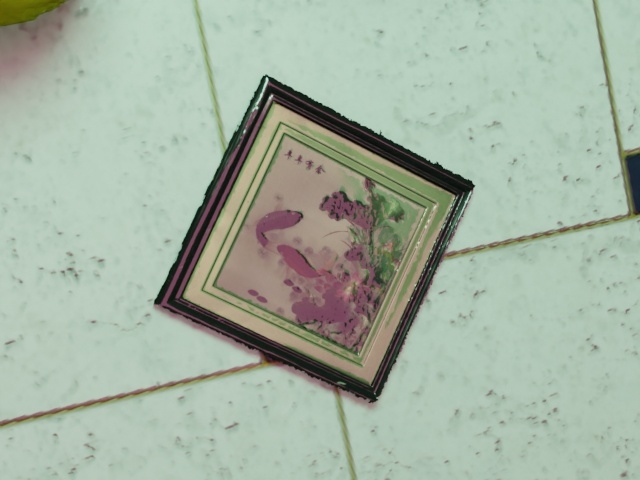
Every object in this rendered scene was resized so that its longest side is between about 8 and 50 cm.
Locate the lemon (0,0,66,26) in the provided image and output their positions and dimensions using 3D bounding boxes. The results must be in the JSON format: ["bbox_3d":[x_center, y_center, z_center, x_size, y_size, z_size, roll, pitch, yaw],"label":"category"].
[{"bbox_3d":[-0.228,-0.235,0.897,0.231,0.192,0.192,-14,95,-15],"label":"lemon"}]

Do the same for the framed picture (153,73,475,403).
[{"bbox_3d":[0.000,0.000,1.058,0.195,0.010,0.199,26,84,-14],"label":"framed picture"}]
